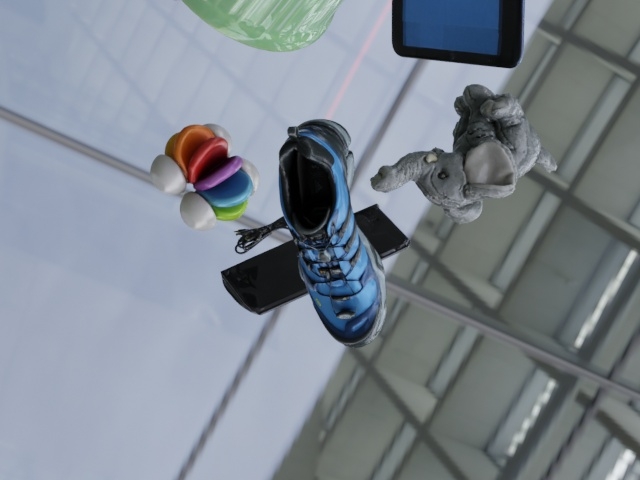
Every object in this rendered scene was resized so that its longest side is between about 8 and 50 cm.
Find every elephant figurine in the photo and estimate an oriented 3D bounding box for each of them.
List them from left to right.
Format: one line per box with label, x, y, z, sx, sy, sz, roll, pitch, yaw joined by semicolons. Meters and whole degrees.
elephant figurine;0.221;-0.104;1.983;0.186;0.169;0.239;19;-118;29

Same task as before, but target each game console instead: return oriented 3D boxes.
game console;0.162;-0.403;1.986;0.293;0.250;0.173;15;-101;49

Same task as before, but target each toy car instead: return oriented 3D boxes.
toy car;-0.185;-0.118;2.215;0.159;0.182;0.136;-40;-176;-29

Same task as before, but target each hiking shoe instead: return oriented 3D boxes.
hiking shoe;0.000;0.000;1.661;0.113;0.132;0.304;-12;-83;22

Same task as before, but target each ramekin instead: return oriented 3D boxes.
ramekin;-0.072;-0.425;1.794;0.148;0.303;0.303;-41;-142;43

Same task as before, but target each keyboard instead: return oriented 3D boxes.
keyboard;-0.024;0.015;2.228;0.201;0.317;0.033;49;-27;40
